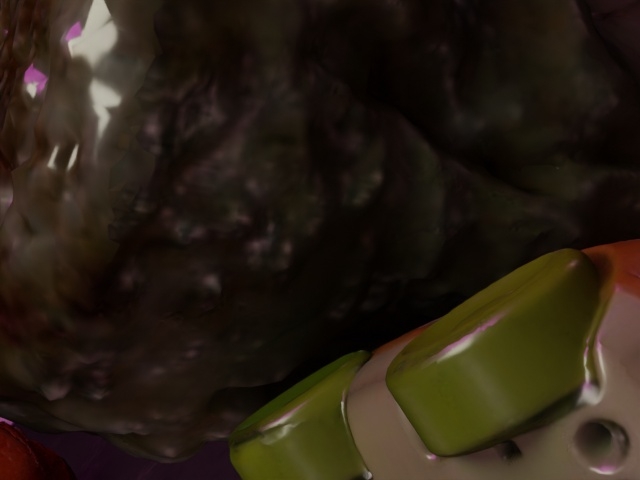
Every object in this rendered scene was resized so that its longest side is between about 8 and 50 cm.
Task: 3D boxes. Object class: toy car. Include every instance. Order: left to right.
[{"bbox_3d":[0.108,0.062,0.584,0.235,0.145,0.235,-33,2,1],"label":"toy car"}]

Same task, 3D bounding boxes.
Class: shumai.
[{"bbox_3d":[0.026,-0.072,0.727,0.395,0.348,0.395,-166,90,-80],"label":"shumai"}]

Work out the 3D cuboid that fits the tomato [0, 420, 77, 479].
[{"bbox_3d":[-0.240,0.228,1.258,0.189,0.099,0.173,64,-137,-63],"label":"tomato"}]
